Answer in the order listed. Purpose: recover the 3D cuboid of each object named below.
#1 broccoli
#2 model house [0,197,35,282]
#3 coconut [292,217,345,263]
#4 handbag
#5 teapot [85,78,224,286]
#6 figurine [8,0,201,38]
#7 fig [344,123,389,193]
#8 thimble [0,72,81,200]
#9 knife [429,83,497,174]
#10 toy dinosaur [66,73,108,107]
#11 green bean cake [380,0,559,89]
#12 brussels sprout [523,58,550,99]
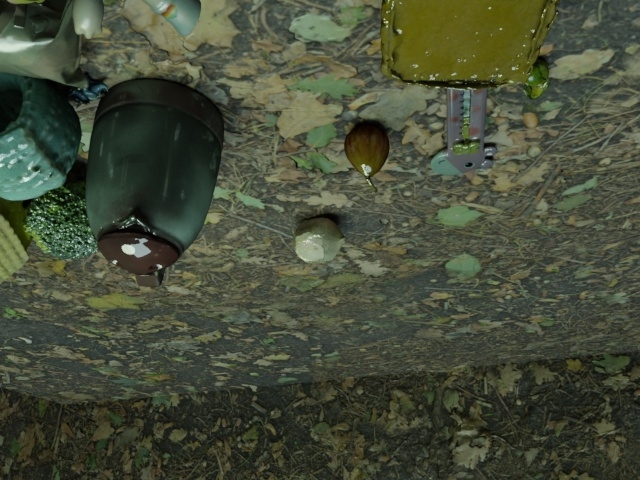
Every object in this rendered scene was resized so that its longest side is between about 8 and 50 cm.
[{"bbox_3d":[-0.516,-0.057,1.373,0.176,0.226,0.198,30,121,-15],"label":"broccoli"},{"bbox_3d":[-0.707,-0.030,1.326,0.175,0.234,0.193,10,147,3],"label":"model house"},{"bbox_3d":[0.000,0.000,1.527,0.124,0.110,0.110,-9,152,28],"label":"coconut"},{"bbox_3d":[-0.468,-0.309,0.918,0.270,0.117,0.182,9,144,-19],"label":"handbag"},{"bbox_3d":[-0.306,-0.073,1.166,0.233,0.312,0.315,5,153,-4],"label":"teapot"},{"bbox_3d":[-0.318,-0.376,0.766,0.205,0.224,0.382,-47,156,29],"label":"figurine"},{"bbox_3d":[0.088,-0.152,1.202,0.089,0.125,0.089,-1,158,0],"label":"fig"},{"bbox_3d":[-0.507,-0.181,1.057,0.198,0.235,0.143,-41,151,-8],"label":"thimble"},{"bbox_3d":[0.260,-0.222,1.152,0.132,0.038,0.398,-6,152,8],"label":"knife"},{"bbox_3d":[-0.403,-0.258,1.106,0.083,0.030,0.047,-17,150,33],"label":"toy dinosaur"},{"bbox_3d":[0.196,-0.316,0.861,0.230,0.131,0.224,3,152,3],"label":"green bean cake"},{"bbox_3d":[0.353,-0.269,1.057,0.051,0.046,0.083,-18,158,25],"label":"brussels sprout"}]
